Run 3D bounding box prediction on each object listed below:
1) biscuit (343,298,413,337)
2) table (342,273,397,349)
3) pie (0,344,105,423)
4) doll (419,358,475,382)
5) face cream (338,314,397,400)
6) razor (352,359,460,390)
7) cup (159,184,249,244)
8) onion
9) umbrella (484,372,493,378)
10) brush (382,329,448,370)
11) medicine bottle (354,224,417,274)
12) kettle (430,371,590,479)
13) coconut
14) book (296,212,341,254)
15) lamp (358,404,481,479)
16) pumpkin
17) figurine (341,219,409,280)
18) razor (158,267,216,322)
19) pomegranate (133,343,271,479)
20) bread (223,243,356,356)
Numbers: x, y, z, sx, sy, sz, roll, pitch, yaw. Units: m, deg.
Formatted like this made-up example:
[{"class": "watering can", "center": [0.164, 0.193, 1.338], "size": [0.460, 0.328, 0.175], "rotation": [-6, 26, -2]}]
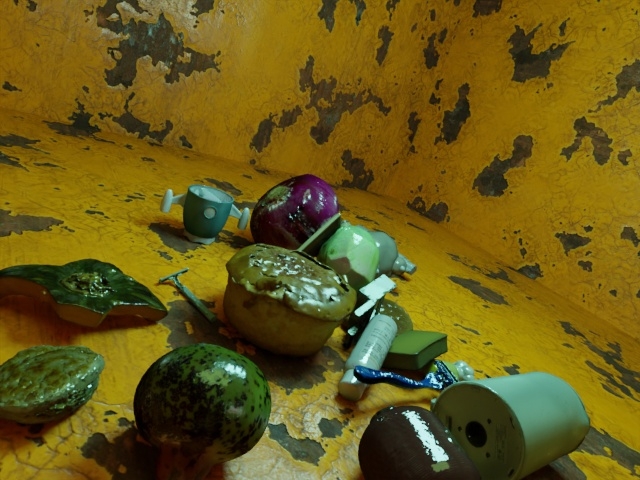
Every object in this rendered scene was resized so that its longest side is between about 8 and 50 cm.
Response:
[{"class": "biscuit", "center": [0.166, 0.239, 1.483], "size": [0.258, 0.049, 0.273], "rotation": [17, 15, 0]}, {"class": "table", "center": [0.122, 0.195, 1.299], "size": [0.062, 0.146, 0.175], "rotation": [39, 47, 26]}, {"class": "pie", "center": [-0.447, 0.228, 0.768], "size": [0.163, 0.078, 0.193], "rotation": [14, 16, 8]}, {"class": "doll", "center": [0.348, 0.361, 1.290], "size": [0.163, 0.062, 0.106], "rotation": [11, 18, -24]}, {"class": "face cream", "center": [0.116, 0.284, 1.158], "size": [0.082, 0.081, 0.269], "rotation": [25, 32, 14]}, {"class": "razor", "center": [0.196, 0.326, 1.109], "size": [0.324, 0.056, 0.093], "rotation": [12, 25, -35]}, {"class": "cup", "center": [-0.398, -0.085, 1.630], "size": [0.300, 0.173, 0.167], "rotation": [13, 19, -22]}, {"class": "onion", "center": [-0.063, -0.045, 1.741], "size": [0.385, 0.348, 0.348], "rotation": [52, -2, -33]}, {"class": "umbrella", "center": [0.521, 0.424, 1.366], "size": [0.022, 0.022, 0.149], "rotation": [11, 14, -16]}, {"class": "brush", "center": [0.254, 0.296, 1.285], "size": [0.123, 0.059, 0.197], "rotation": [-6, 4, 41]}, {"class": "medicine bottle", "center": [0.273, 0.051, 2.085], "size": [0.352, 0.110, 0.110], "rotation": [33, 21, 37]}, {"class": "kettle", "center": [0.398, 0.408, 1.043], "size": [0.318, 0.265, 0.205], "rotation": [5, 54, -40]}, {"class": "coconut", "center": [0.082, 0.078, 1.505], "size": [0.205, 0.235, 0.236], "rotation": [37, 3, -39]}, {"class": "book", "center": [0.001, 0.001, 1.481], "size": [0.018, 0.170, 0.241], "rotation": [47, -5, 10]}, {"class": "lamp", "center": [0.164, 0.394, 0.809], "size": [0.180, 0.180, 0.258], "rotation": [12, 17, -25]}, {"class": "pumpkin", "center": [-0.516, 0.113, 1.014], "size": [0.259, 0.095, 0.290], "rotation": [24, 13, 25]}, {"class": "figurine", "center": [0.159, 0.034, 1.851], "size": [0.249, 0.203, 0.381], "rotation": [3, 23, -36]}, {"class": "razor", "center": [-0.334, 0.149, 1.232], "size": [0.084, 0.035, 0.211], "rotation": [-26, 50, -35]}, {"class": "pomegranate", "center": [-0.196, 0.287, 0.735], "size": [0.215, 0.214, 0.247], "rotation": [19, 54, -4]}, {"class": "bread", "center": [-0.084, 0.150, 1.221], "size": [0.337, 0.204, 0.358], "rotation": [20, 13, 7]}]
